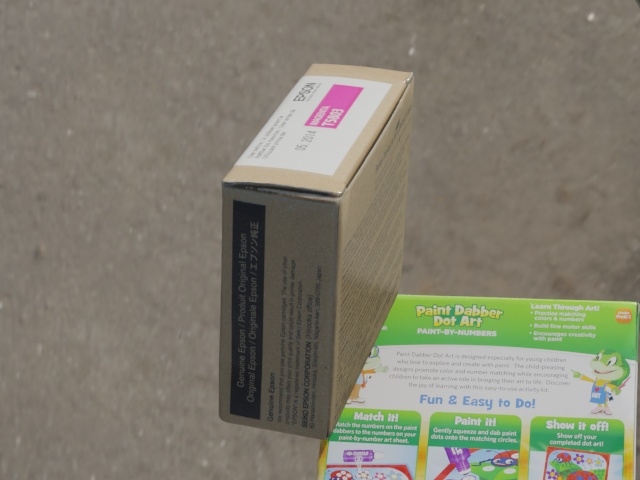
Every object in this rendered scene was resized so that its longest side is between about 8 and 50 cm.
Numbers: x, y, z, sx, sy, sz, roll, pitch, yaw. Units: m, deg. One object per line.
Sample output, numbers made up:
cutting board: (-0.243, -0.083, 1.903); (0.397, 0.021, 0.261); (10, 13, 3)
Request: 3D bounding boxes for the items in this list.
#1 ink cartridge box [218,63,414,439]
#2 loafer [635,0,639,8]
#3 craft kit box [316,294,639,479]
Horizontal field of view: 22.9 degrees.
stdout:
ink cartridge box: (0.000, 0.000, 1.153); (0.088, 0.193, 0.235); (8, 28, 13)
loafer: (0.282, -0.233, 0.917); (0.267, 0.096, 0.084); (-38, 38, 10)
craft kit box: (0.123, 0.162, 1.244); (0.249, 0.061, 0.247); (2, 63, 11)
